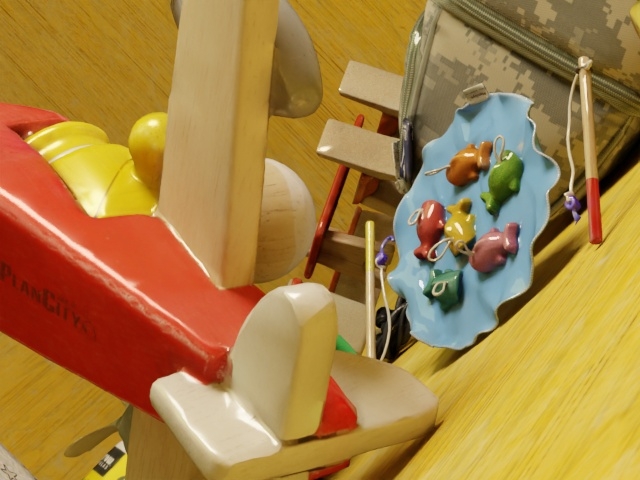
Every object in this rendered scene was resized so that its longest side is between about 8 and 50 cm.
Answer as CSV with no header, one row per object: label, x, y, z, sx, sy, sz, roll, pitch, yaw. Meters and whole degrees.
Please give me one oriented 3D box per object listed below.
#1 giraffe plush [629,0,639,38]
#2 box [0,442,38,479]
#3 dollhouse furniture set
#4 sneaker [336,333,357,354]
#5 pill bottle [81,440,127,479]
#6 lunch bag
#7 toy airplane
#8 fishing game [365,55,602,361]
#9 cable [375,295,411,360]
giraffe plush,0.264,-0.183,0.924,0.170,0.181,0.210,-23,-8,8
box,-0.172,0.163,0.607,0.163,0.247,0.142,-45,1,5
dollhouse furniture set,0.000,0.000,1.433,0.262,0.135,0.259,105,-176,-54
sneaker,-0.021,0.128,1.234,0.123,0.109,0.295,-42,9,-5
pill bottle,-0.158,0.242,1.300,0.208,0.119,0.119,-46,0,-15
lunch bag,0.186,-0.142,1.281,0.256,0.212,0.305,-64,-9,20
toy airplane,-0.080,0.021,0.974,0.386,0.384,0.272,-26,1,42
fishing game,0.096,-0.019,1.079,0.264,0.041,0.189,-34,46,50
cable,0.108,0.036,1.442,0.184,0.047,0.150,-44,0,25
